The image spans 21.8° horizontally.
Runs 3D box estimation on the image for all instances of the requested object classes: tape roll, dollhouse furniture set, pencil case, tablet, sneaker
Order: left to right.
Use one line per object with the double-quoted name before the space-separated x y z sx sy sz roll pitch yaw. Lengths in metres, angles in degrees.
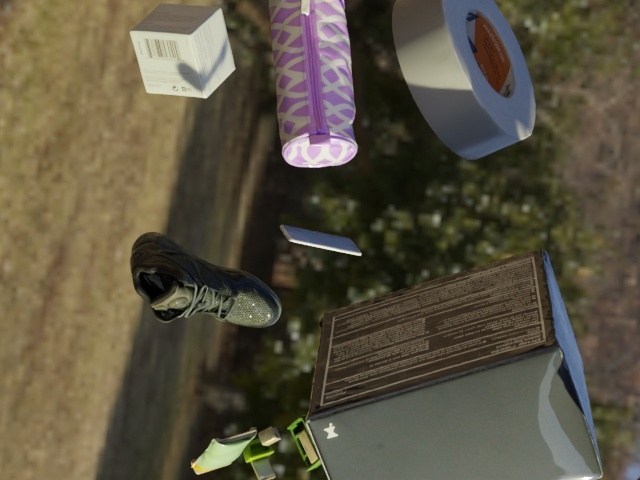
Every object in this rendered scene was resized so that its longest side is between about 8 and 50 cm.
"sneaker" -0.163 0.081 2.302 0.087 0.227 0.130 -55 -165 26
"dollhouse furniture set" -0.069 0.251 1.913 0.076 0.151 0.058 -45 -116 48
"pencil case" -0.007 -0.179 1.735 0.088 0.086 0.206 116 -31 -69
"tablet" 0.000 0.000 1.804 0.054 0.083 0.006 -126 -130 -68
"tape roll" 0.173 -0.209 1.981 0.219 0.072 0.219 39 39 -41

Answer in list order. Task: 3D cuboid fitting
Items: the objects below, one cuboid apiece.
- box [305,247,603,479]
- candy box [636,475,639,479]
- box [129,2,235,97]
"box" 0.154 0.178 1.937 0.294 0.296 0.183 -77 148 -69
"candy box" 0.467 0.210 1.730 0.317 0.122 0.268 -45 170 29
"box" -0.186 -0.259 2.257 0.087 0.101 0.102 -52 139 -44
